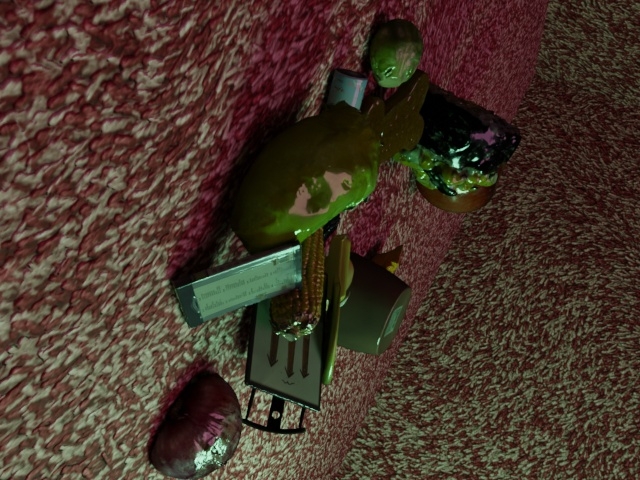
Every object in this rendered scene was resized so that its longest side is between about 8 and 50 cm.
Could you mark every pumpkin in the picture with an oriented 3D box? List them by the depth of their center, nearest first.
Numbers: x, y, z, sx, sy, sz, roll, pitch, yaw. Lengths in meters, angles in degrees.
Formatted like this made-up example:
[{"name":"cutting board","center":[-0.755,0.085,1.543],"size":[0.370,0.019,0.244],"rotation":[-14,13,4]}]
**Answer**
[{"name":"pumpkin","center":[0.190,0.111,2.338],"size":[0.248,0.126,0.131],"rotation":[-72,178,-51]}]

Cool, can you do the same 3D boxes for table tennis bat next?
[{"name":"table tennis bat","center":[0.030,0.154,1.664],"size":[0.224,0.054,0.368],"rotation":[101,-4,-67]}]

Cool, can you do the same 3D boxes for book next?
[{"name":"book","center":[-0.144,0.078,1.284],"size":[0.231,0.026,0.157],"rotation":[-19,148,-13]}]

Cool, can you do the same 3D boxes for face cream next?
[{"name":"face cream","center":[0.038,-0.249,1.526],"size":[0.075,0.075,0.229],"rotation":[-33,141,-60]}]

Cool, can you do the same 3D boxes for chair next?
[{"name":"chair","center":[-0.087,0.289,1.609],"size":[0.141,0.155,0.260],"rotation":[91,8,-48]}]

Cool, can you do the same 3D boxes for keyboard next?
[{"name":"keyboard","center":[0.000,0.000,1.816],"size":[0.195,0.018,0.060],"rotation":[-49,158,-41]}]

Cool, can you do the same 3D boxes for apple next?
[{"name":"apple","center":[0.494,-0.266,2.466],"size":[0.348,0.277,0.348],"rotation":[-58,161,-33]}]

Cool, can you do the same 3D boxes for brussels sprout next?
[{"name":"brussels sprout","center":[0.175,-0.431,1.624],"size":[0.155,0.118,0.155],"rotation":[6,90,-74]}]

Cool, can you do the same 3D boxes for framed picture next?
[{"name":"framed picture","center":[-0.064,0.175,1.493],"size":[0.244,0.013,0.323],"rotation":[34,50,-46]}]

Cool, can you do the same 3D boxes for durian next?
[{"name":"durian","center":[-0.028,-0.102,1.328],"size":[0.340,0.204,0.255],"rotation":[-40,159,-52]}]

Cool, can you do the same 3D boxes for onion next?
[{"name":"onion","center":[-0.233,0.416,1.508],"size":[0.227,0.120,0.283],"rotation":[-56,160,-16]}]

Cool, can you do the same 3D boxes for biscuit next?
[{"name":"biscuit","center":[0.119,-0.253,1.738],"size":[0.432,0.064,0.283],"rotation":[-41,151,-30]}]

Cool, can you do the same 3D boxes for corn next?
[{"name":"corn","center":[-0.043,0.055,1.453],"size":[0.115,0.115,0.317],"rotation":[77,14,-61]}]

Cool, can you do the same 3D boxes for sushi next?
[{"name":"sushi","center":[0.367,-0.272,2.048],"size":[0.285,0.328,0.329],"rotation":[-61,166,19]}]

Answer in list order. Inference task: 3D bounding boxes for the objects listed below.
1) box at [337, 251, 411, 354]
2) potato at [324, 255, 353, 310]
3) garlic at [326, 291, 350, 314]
[{"name":"box","center":[0.128,0.198,2.106],"size":[0.301,0.216,0.301],"rotation":[-57,161,-31]},{"name":"potato","center":[0.019,0.106,1.849],"size":[0.178,0.109,0.118],"rotation":[-54,172,-34]},{"name":"garlic","center":[-0.006,0.249,1.904],"size":[0.128,0.148,0.266],"rotation":[23,85,-53]}]
